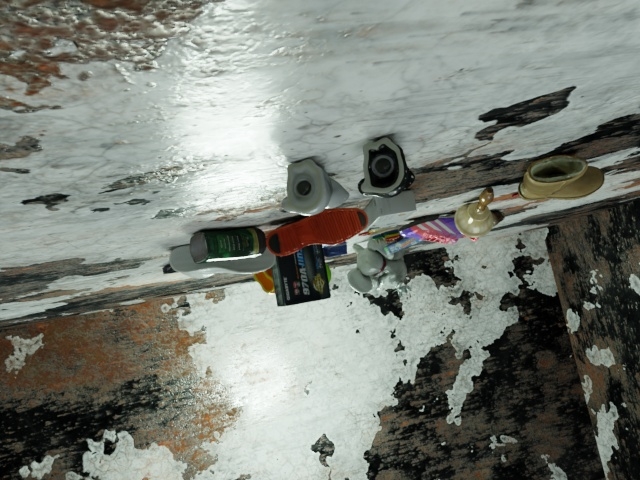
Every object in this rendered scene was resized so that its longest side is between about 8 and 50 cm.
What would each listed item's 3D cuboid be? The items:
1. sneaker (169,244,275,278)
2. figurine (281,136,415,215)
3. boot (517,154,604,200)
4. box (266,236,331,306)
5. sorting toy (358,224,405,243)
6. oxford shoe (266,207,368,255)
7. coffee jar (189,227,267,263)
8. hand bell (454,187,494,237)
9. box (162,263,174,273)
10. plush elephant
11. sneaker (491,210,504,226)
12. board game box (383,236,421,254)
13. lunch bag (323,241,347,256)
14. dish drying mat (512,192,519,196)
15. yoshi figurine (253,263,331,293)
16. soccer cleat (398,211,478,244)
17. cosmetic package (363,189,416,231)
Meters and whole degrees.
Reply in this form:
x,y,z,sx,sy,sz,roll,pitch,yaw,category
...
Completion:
x,y,z,sx,sy,sz,roll,pitch,yaw,category
-0.286,0.053,1.503,0.293,0.108,0.169,0,172,-12,sneaker
0.057,-0.098,0.903,0.215,0.092,0.209,-12,177,16,figurine
0.633,-0.160,1.305,0.236,0.089,0.269,-13,172,12,boot
-0.066,0.084,1.580,0.175,0.220,0.051,-5,173,-36,box
0.273,-0.022,1.992,0.275,0.046,0.132,-4,169,-46,sorting toy
-0.007,-0.038,1.334,0.272,0.096,0.098,-12,-163,14,oxford shoe
-0.233,0.012,1.312,0.184,0.079,0.096,-6,171,-41,coffee jar
0.493,-0.106,1.572,0.126,0.126,0.242,-12,160,2,hand bell
-0.449,0.087,1.769,0.162,0.029,0.116,-5,170,-36,box
0.238,0.103,2.244,0.272,0.255,0.330,-50,-153,6,plush elephant
0.718,-0.100,2.095,0.071,0.066,0.188,-30,174,12,sneaker
0.368,-0.010,2.062,0.136,0.035,0.201,-30,-177,-41,board game box
0.049,0.023,1.921,0.099,0.065,0.067,-10,-172,-21,lunch bag
0.686,-0.160,1.713,0.083,0.008,0.032,-14,173,16,dish drying mat
-0.068,0.108,1.835,0.204,0.202,0.362,-13,175,24,yoshi figurine
0.440,-0.034,1.870,0.319,0.116,0.109,-9,173,-18,soccer cleat
0.177,-0.074,1.360,0.099,0.060,0.239,-12,173,-5,cosmetic package
